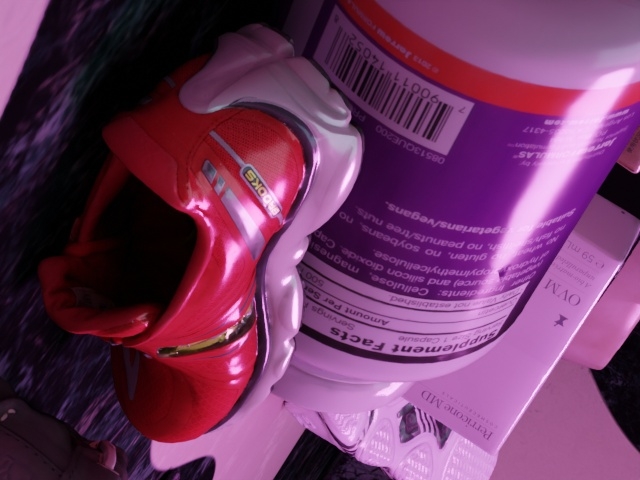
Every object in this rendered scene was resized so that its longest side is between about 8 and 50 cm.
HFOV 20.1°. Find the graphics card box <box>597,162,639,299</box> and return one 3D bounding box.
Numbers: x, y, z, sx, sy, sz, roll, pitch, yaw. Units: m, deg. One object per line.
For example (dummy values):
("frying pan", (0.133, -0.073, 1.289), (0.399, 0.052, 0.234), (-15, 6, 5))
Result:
("graphics card box", (0.265, -0.133, 1.807), (0.371, 0.233, 0.094), (-54, 173, -30))

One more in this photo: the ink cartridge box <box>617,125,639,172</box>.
("ink cartridge box", (0.188, -0.194, 1.171), (0.234, 0.193, 0.088), (-60, 175, 23))

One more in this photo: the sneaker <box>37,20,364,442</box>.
("sneaker", (-0.075, 0.012, 0.809), (0.118, 0.107, 0.279), (-31, 157, -30))

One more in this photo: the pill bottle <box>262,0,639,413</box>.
("pill bottle", (0.048, -0.054, 0.886), (0.181, 0.181, 0.323), (-51, 171, -41))

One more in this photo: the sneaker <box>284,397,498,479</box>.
("sneaker", (0.034, 0.160, 1.953), (0.137, 0.210, 0.366), (-56, 139, -9))

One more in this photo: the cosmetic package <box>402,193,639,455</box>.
("cosmetic package", (0.131, 0.031, 1.637), (0.224, 0.224, 0.138), (-61, 173, 23))

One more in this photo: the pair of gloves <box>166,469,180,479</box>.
("pair of gloves", (-0.145, 0.231, 1.512), (0.083, 0.010, 0.074), (-58, 175, 27))

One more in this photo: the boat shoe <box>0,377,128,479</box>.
("boat shoe", (-0.133, 0.137, 0.836), (0.112, 0.095, 0.335), (-56, 173, -13))

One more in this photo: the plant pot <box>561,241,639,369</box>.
("plant pot", (0.240, -0.010, 1.991), (0.323, 0.280, 0.323), (-56, 174, -9))
